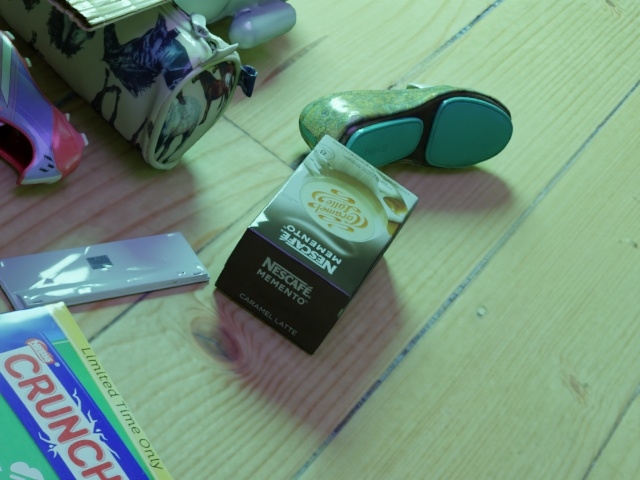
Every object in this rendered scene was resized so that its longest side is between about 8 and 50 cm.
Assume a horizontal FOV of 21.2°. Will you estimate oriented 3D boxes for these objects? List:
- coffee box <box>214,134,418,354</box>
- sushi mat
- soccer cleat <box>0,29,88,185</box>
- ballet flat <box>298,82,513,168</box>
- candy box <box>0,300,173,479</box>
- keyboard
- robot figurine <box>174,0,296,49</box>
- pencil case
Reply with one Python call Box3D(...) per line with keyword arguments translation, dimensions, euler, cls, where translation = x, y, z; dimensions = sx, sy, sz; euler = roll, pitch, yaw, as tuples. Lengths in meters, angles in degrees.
Box3D(translation=(0.000, 0.000, 1.953), dimensions=(0.141, 0.098, 0.246), euler=(34, 36, 1), cls="coffee box")
Box3D(translation=(-0.226, -0.310, 1.892), dimensions=(0.151, 0.019, 0.316), euler=(39, 31, 9), cls="sushi mat")
Box3D(translation=(-0.359, -0.159, 1.886), dimensions=(0.095, 0.083, 0.248), euler=(-25, 67, -45), cls="soccer cleat")
Box3D(translation=(0.109, -0.155, 2.217), dimensions=(0.348, 0.123, 0.123), euler=(-10, 54, -44), cls="ballet flat")
Box3D(translation=(-0.303, 0.208, 1.459), dimensions=(0.317, 0.122, 0.268), euler=(-9, 53, -45), cls="candy box")
Box3D(translation=(-0.231, 0.032, 1.817), dimensions=(0.256, 0.014, 0.072), euler=(-9, 48, -44), cls="keyboard")
Box3D(translation=(-0.139, -0.384, 2.210), dimensions=(0.353, 0.200, 0.300), euler=(-24, 78, -50), cls="robot figurine")
Box3D(translation=(-0.264, -0.279, 2.006), dimensions=(0.410, 0.183, 0.160), euler=(45, 26, 17), cls="pencil case")
